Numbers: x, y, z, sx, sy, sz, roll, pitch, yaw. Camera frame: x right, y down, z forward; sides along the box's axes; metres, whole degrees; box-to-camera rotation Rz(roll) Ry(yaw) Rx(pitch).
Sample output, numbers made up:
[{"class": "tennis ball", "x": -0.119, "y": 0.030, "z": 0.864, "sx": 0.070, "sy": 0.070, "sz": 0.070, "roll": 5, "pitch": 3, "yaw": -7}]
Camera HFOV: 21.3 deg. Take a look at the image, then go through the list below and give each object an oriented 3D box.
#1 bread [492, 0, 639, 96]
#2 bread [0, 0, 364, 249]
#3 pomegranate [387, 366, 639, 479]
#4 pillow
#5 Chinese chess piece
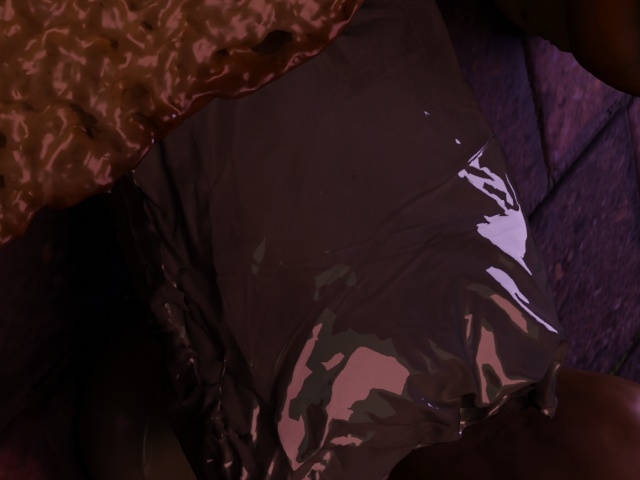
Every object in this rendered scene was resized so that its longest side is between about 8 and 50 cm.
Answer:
[{"class": "bread", "x": 0.249, "y": -0.192, "z": 1.162, "sx": 0.316, "sy": 0.270, "sz": 0.211, "roll": 25, "pitch": 69, "yaw": -62}, {"class": "bread", "x": -0.157, "y": -0.114, "z": 0.700, "sx": 0.340, "sy": 0.179, "sz": 0.194, "roll": -32, "pitch": 126, "yaw": -7}, {"class": "pomegranate", "x": 0.132, "y": 0.292, "z": 1.110, "sx": 0.411, "sy": 0.411, "sz": 0.411, "roll": -26, "pitch": 125, "yaw": -46}, {"class": "pillow", "x": 0.000, "y": 0.000, "z": 0.960, "sx": 0.283, "sy": 0.138, "sz": 0.310, "roll": -18, "pitch": 86, "yaw": -42}, {"class": "Chinese chess piece", "x": -0.080, "y": 0.100, "z": 1.018, "sx": 0.144, "sy": 0.058, "sz": 0.144, "roll": -23, "pitch": 121, "yaw": -47}]
